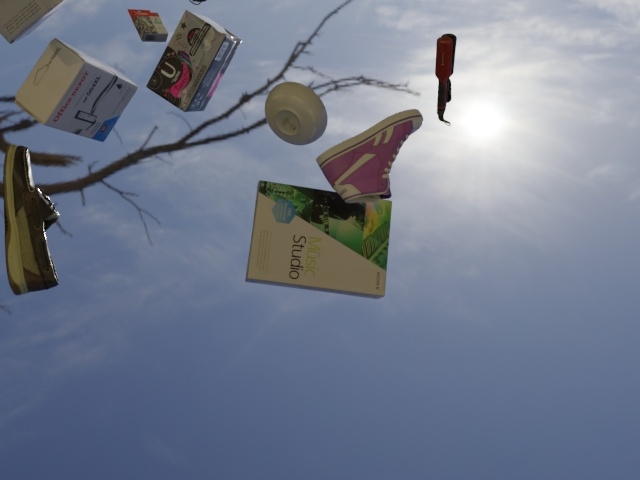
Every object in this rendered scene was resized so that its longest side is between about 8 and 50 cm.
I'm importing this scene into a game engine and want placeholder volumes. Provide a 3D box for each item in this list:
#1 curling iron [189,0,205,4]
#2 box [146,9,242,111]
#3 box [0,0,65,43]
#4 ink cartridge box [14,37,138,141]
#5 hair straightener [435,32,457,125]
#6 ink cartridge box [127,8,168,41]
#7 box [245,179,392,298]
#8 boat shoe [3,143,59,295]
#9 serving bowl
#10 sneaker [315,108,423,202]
[{"bbox_3d":[-0.261,-0.679,1.468,0.068,0.274,0.035,10,-159,-27],"label":"curling iron"},{"bbox_3d":[-0.364,-0.513,1.851,0.142,0.247,0.163,32,-164,2],"label":"box"},{"bbox_3d":[-0.484,-0.499,1.046,0.262,0.231,0.127,-29,-151,20],"label":"box"},{"bbox_3d":[-0.477,-0.290,1.274,0.086,0.148,0.203,38,-172,10],"label":"ink cartridge box"},{"bbox_3d":[0.318,-0.398,1.596,0.047,0.230,0.089,6,-148,24],"label":"hair straightener"},{"bbox_3d":[-0.424,-0.537,1.575,0.063,0.029,0.115,-12,-117,-36],"label":"ink cartridge box"},{"bbox_3d":[0.000,0.000,1.480,0.322,0.058,0.232,8,-103,-11],"label":"box"},{"bbox_3d":[-0.422,-0.032,0.942,0.073,0.080,0.224,-4,-102,-20],"label":"boat shoe"},{"bbox_3d":[-0.034,-0.150,0.788,0.083,0.083,0.027,16,-136,17],"label":"serving bowl"},{"bbox_3d":[0.144,-0.180,1.462,0.282,0.102,0.161,-31,-97,-15],"label":"sneaker"}]
